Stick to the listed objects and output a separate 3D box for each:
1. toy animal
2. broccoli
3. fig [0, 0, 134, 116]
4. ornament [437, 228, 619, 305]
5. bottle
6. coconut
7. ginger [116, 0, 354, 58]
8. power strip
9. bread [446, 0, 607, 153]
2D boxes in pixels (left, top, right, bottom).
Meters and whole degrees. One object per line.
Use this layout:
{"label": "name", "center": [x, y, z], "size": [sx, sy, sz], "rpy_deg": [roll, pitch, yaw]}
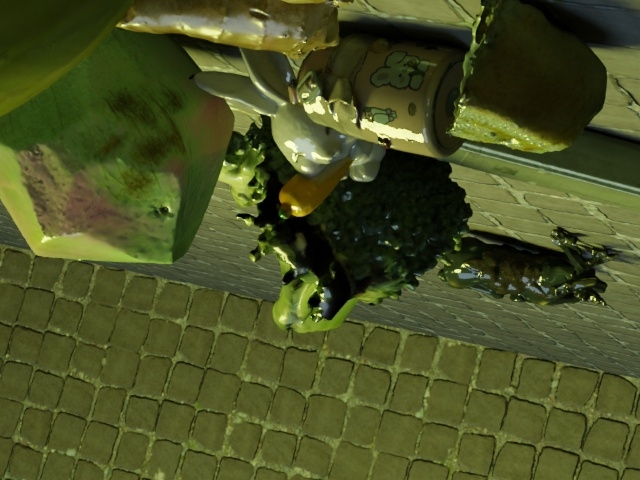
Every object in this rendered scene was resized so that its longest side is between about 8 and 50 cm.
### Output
{"label": "toy animal", "center": [-0.019, -0.103, 1.617], "size": [0.182, 0.131, 0.127], "rpy_deg": [3, -140, -49]}
{"label": "broccoli", "center": [0.000, 0.000, 1.789], "size": [0.263, 0.247, 0.243], "rpy_deg": [18, 136, 1]}
{"label": "fig", "center": [-0.223, -0.188, 1.096], "size": [0.271, 0.239, 0.239], "rpy_deg": [-15, 176, -8]}
{"label": "ornament", "center": [0.255, 0.031, 2.241], "size": [0.202, 0.080, 0.236], "rpy_deg": [13, 175, -8]}
{"label": "bottle", "center": [0.043, -0.122, 1.494], "size": [0.152, 0.098, 0.099], "rpy_deg": [15, 173, 28]}
{"label": "coconut", "center": [-0.193, -0.078, 1.654], "size": [0.236, 0.235, 0.204], "rpy_deg": [18, 150, -26]}
{"label": "ginger", "center": [-0.060, -0.177, 1.336], "size": [0.206, 0.081, 0.115], "rpy_deg": [4, -178, 23]}
{"label": "power strip", "center": [0.212, -0.075, 1.655], "size": [0.272, 0.052, 0.078], "rpy_deg": [14, 172, -1]}
{"label": "bread", "center": [0.151, -0.110, 1.329], "size": [0.110, 0.103, 0.156], "rpy_deg": [19, 179, 3]}
